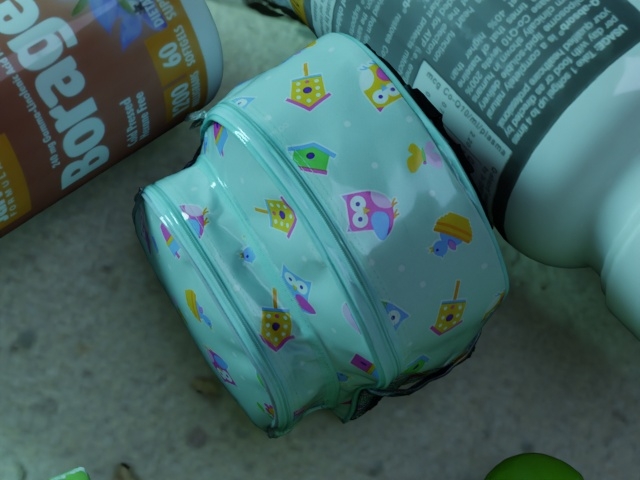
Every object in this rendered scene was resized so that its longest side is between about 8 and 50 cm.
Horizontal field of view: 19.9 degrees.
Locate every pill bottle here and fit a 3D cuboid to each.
[{"bbox_3d":[-0.162,-0.064,0.858,0.216,0.121,0.121,-35,84,-21],"label":"pill bottle"},{"bbox_3d":[0.116,-0.087,0.874,0.162,0.162,0.278,-30,64,-20],"label":"pill bottle"}]

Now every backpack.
[{"bbox_3d":[0.000,0.000,0.842,0.144,0.188,0.165,-29,83,-20],"label":"backpack"}]

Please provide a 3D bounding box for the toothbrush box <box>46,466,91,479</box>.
[{"bbox_3d":[-0.145,0.268,0.761,0.206,0.122,0.283,-20,81,-19],"label":"toothbrush box"}]

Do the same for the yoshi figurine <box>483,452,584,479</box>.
[{"bbox_3d":[0.132,0.266,0.796,0.203,0.203,0.362,21,57,-26],"label":"yoshi figurine"}]
